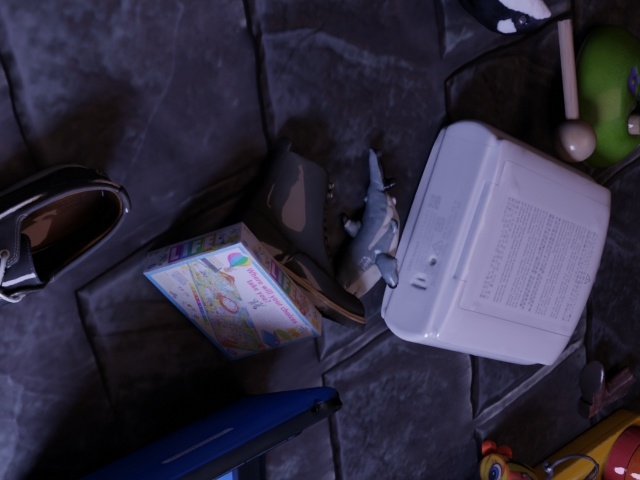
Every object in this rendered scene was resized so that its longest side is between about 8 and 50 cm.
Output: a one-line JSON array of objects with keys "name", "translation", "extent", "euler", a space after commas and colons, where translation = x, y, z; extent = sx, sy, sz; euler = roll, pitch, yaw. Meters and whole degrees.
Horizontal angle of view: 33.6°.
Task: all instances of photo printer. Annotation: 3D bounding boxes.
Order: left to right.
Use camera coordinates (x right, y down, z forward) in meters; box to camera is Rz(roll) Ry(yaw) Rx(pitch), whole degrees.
[{"name": "photo printer", "translation": [0.227, 0.016, 1.263], "extent": [0.307, 0.107, 0.256], "euler": [15, 93, -46]}]

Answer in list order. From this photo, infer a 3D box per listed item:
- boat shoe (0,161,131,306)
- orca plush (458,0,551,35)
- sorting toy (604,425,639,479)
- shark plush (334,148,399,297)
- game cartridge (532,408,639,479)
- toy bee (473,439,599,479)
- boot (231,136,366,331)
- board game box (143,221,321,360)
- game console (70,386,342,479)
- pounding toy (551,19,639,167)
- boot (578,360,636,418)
[{"name": "boat shoe", "translation": [-0.255, 0.015, 0.827], "extent": [0.233, 0.079, 0.084], "euler": [-36, 129, -27]}, {"name": "orca plush", "translation": [0.115, -0.285, 1.050], "extent": [0.102, 0.151, 0.287], "euler": [-40, 140, 15]}, {"name": "sorting toy", "translation": [0.454, 0.463, 1.571], "extent": [0.127, 0.126, 0.366], "euler": [37, 77, -43]}, {"name": "shark plush", "translation": [0.051, -0.014, 1.126], "extent": [0.067, 0.073, 0.161], "euler": [5, 111, -12]}, {"name": "game cartridge", "translation": [0.412, 0.448, 1.644], "extent": [0.285, 0.052, 0.324], "euler": [-23, 121, -36]}, {"name": "toy bee", "translation": [0.239, 0.352, 1.385], "extent": [0.298, 0.162, 0.195], "euler": [-38, 118, 13]}, {"name": "boot", "translation": [0.000, 0.000, 1.066], "extent": [0.198, 0.077, 0.137], "euler": [35, 75, -44]}, {"name": "board game box", "translation": [-0.079, 0.052, 0.993], "extent": [0.154, 0.103, 0.026], "euler": [53, 29, -42]}, {"name": "game console", "translation": [-0.127, 0.272, 0.987], "extent": [0.293, 0.250, 0.173], "euler": [-23, 94, -36]}, {"name": "pounding toy", "translation": [0.383, -0.177, 1.307], "extent": [0.237, 0.110, 0.183], "euler": [-5, 101, -52]}, {"name": "boot", "translation": [0.434, 0.205, 1.582], "extent": [0.114, 0.037, 0.106], "euler": [-20, 132, -34]}]
